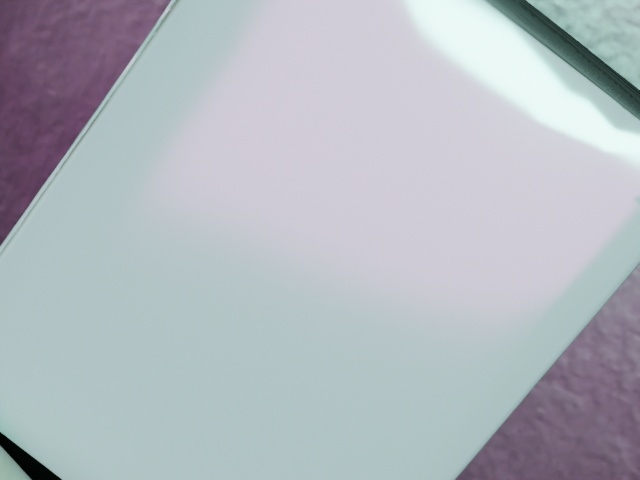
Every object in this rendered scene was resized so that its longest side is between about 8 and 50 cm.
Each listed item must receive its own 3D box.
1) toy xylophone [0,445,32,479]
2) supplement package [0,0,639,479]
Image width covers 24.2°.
[{"bbox_3d":[-0.178,0.177,0.676,0.236,0.081,0.323,45,142,-7],"label":"toy xylophone"},{"bbox_3d":[0.000,0.000,0.642,0.204,0.145,0.262,38,105,1],"label":"supplement package"}]
